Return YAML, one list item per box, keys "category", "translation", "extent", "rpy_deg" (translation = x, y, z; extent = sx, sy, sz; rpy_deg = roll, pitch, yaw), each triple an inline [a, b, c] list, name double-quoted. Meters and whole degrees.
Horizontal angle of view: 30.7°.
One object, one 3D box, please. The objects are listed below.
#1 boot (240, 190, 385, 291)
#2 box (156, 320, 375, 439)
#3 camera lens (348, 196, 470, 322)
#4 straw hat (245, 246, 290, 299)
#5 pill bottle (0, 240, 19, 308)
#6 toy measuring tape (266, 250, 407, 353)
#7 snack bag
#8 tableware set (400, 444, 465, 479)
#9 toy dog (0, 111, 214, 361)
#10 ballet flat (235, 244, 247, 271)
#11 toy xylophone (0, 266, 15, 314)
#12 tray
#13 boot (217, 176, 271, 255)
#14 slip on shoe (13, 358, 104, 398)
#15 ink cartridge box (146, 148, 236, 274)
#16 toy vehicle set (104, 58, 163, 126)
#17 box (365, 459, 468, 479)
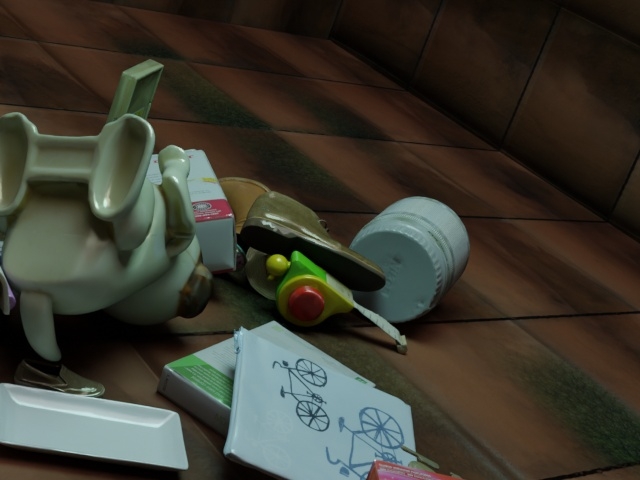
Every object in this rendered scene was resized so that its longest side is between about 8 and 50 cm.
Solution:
- category: "boot"
  translation: [0.000, 0.000, 2.274]
  extent: [0.305, 0.112, 0.115]
  rpy_deg: [27, 51, -12]
- category: "box"
  translation: [-0.083, 0.243, 1.926]
  extent: [0.232, 0.058, 0.322]
  rpy_deg: [30, 22, 23]
- category: "camera lens"
  translation: [0.182, 0.037, 2.432]
  extent: [0.219, 0.219, 0.274]
  rpy_deg: [25, 22, 12]
- category: "straw hat"
  translation: [-0.077, 0.045, 2.311]
  extent: [0.145, 0.061, 0.144]
  rpy_deg: [17, 53, -23]
- category: "pill bottle"
  translation: [-0.580, 0.046, 1.871]
  extent: [0.187, 0.112, 0.112]
  rpy_deg: [10, 24, -24]
- category: "toy measuring tape"
  translation: [0.016, 0.141, 2.245]
  extent: [0.330, 0.121, 0.121]
  rpy_deg: [38, 16, -18]
- category: "snack bag"
  translation: [0.004, 0.298, 1.781]
  extent: [0.343, 0.037, 0.323]
  rpy_deg: [26, 28, -15]
- category: "tableware set"
  translation: [0.198, 0.396, 1.762]
  extent: [0.194, 0.039, 0.128]
  rpy_deg: [32, 14, -26]
- category: "toy dog"
  translation: [-0.318, 0.012, 1.873]
  extent: [0.285, 0.395, 0.408]
  rpy_deg: [-6, -17, 16]
- category: "ballet flat"
  translation: [-0.237, 0.012, 2.335]
  extent: [0.079, 0.076, 0.221]
  rpy_deg: [-19, 36, -32]
- category: "toy xylophone"
  translation: [-0.563, 0.045, 1.556]
  extent: [0.323, 0.081, 0.236]
  rpy_deg: [10, 23, -24]
- category: "tray"
  translation: [-0.328, 0.274, 1.662]
  extent: [0.270, 0.030, 0.145]
  rpy_deg: [13, 22, -19]
- category: "boot"
  translation: [-0.157, -0.028, 2.475]
  extent: [0.283, 0.109, 0.220]
  rpy_deg: [33, 27, 10]
- category: "slip on shoe"
  translation: [-0.389, 0.208, 1.750]
  extent: [0.135, 0.041, 0.051]
  rpy_deg: [15, 22, -14]
- category: "ink cartridge box"
  translation: [-0.301, -0.049, 2.245]
  extent: [0.226, 0.131, 0.306]
  rpy_deg: [-8, 28, -12]
- category: "toy vehicle set"
  translation: [-0.421, -0.251, 2.516]
  extent: [0.035, 0.266, 0.166]
  rpy_deg: [24, 21, 5]
- category: "box"
  translation: [0.196, 0.429, 1.600]
  extent: [0.300, 0.154, 0.142]
  rpy_deg: [14, 22, -13]
